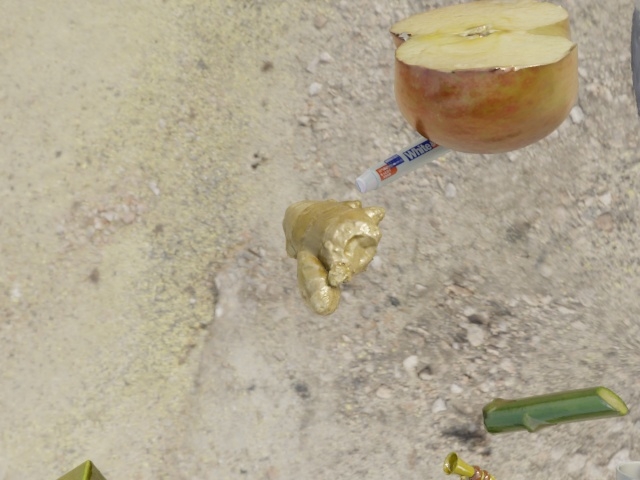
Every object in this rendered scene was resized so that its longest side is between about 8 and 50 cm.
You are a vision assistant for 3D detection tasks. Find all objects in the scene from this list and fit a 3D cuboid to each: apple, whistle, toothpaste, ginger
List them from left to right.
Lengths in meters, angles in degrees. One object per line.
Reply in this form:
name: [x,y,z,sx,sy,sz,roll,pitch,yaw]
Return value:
ginger: [0.009,-0.007,0.788,0.205,0.081,0.115,-113,41,-58]
toothpaste: [0.138,-0.126,1.053,0.218,0.033,0.052,-30,75,-29]
whistle: [0.285,0.449,1.326,0.046,0.109,0.057,-46,17,43]
apple: [0.219,-0.210,0.960,0.251,0.293,0.163,-1,122,15]

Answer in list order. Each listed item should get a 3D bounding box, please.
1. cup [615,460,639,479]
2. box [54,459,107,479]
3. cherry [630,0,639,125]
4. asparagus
cup: [0.252,0.216,0.484,0.102,0.074,0.099,-179,92,-65]
box: [-0.158,0.194,0.318,0.121,0.193,0.030,-32,109,-1]
cherry: [0.397,-0.142,0.513,0.291,0.335,0.326,-28,92,-9]
asparagus: [0.399,0.296,1.231,0.277,0.067,0.060,-27,105,44]
